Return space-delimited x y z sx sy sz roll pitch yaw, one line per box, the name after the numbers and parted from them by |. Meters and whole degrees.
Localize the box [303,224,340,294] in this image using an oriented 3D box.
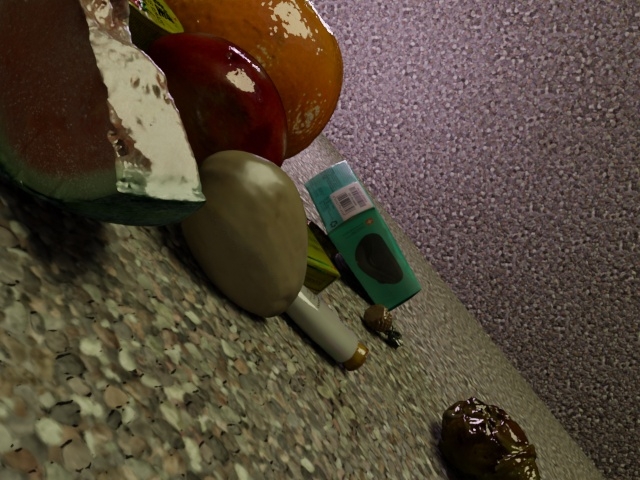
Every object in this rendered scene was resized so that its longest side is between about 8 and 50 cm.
-0.067 -0.017 1.020 0.220 0.064 0.141 56 14 28 | box

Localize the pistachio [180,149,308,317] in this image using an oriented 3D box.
-0.093 -0.007 0.738 0.137 0.153 0.237 -88 168 -58 | pistachio

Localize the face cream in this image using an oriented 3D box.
0.001 0.125 0.868 0.182 0.051 0.072 47 9 -20 | face cream

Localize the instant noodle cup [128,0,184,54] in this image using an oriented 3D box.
-0.310 -0.307 0.813 0.182 0.144 0.182 44 16 -16 | instant noodle cup

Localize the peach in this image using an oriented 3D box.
-0.148 -0.175 0.811 0.244 0.199 0.243 27 -28 16 | peach

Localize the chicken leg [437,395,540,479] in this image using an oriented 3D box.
0.316 0.406 0.957 0.211 0.140 0.361 52 6 -36 | chicken leg

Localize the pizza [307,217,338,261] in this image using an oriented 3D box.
0.001 0.000 1.261 0.160 0.036 0.099 40 16 -38 | pizza

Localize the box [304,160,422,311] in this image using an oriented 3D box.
0.100 -0.005 1.314 0.311 0.118 0.205 55 8 -40 | box

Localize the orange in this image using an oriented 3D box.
-0.144 -0.354 1.110 0.424 0.326 0.424 49 13 -15 | orange

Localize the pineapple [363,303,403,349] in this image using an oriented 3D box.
0.133 0.184 1.194 0.124 0.058 0.058 58 5 -39 | pineapple

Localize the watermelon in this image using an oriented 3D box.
-0.222 -0.137 0.522 0.148 0.226 0.318 -4 39 -42 | watermelon
